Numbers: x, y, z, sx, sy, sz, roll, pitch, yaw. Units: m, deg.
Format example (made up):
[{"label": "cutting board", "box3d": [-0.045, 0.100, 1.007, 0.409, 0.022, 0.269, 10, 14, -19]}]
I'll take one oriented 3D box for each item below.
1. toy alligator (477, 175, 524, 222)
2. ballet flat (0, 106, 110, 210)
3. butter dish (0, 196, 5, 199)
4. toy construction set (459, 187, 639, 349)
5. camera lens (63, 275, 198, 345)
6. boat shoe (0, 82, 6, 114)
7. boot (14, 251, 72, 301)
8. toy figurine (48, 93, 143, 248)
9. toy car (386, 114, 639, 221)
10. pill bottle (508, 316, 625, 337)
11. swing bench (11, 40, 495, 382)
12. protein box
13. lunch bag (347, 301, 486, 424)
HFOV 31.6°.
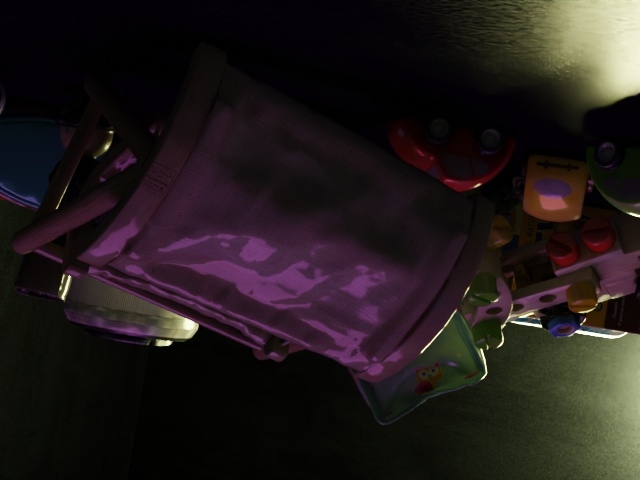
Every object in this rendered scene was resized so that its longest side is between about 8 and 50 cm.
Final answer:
[{"label": "toy alligator", "box3d": [0.186, -0.040, 1.192, 0.051, 0.056, 0.189, -28, 177, -26]}, {"label": "ballet flat", "box3d": [-0.222, -0.085, 1.241, 0.342, 0.116, 0.124, 6, -162, -21]}, {"label": "butter dish", "box3d": [-0.426, -0.073, 1.245, 0.160, 0.118, 0.160, 45, -179, -2]}, {"label": "toy construction set", "box3d": [0.238, 0.012, 1.070, 0.327, 0.151, 0.215, -5, 150, 30]}, {"label": "camera lens", "box3d": [-0.290, 0.026, 1.838, 0.219, 0.274, 0.219, 10, 178, 0]}, {"label": "boat shoe", "box3d": [-0.358, -0.133, 0.930, 0.183, 0.065, 0.083, 4, 175, -3]}, {"label": "boot", "box3d": [-0.331, -0.031, 1.401, 0.076, 0.209, 0.189, 11, 177, -27]}, {"label": "toy figurine", "box3d": [-0.143, -0.054, 1.084, 0.213, 0.148, 0.209, 7, -177, 9]}, {"label": "toy car", "box3d": [0.194, -0.047, 0.860, 0.239, 0.053, 0.225, 11, 177, -44]}, {"label": "pill bottle", "box3d": [0.328, 0.053, 1.639, 0.264, 0.146, 0.146, 10, 178, -15]}, {"label": "swing bench", "box3d": [-0.057, -0.009, 0.843, 0.253, 0.165, 0.254, 26, 171, -28]}, {"label": "protein box", "box3d": [0.281, 0.029, 1.344, 0.201, 0.136, 0.200, 9, 178, 5]}, {"label": "lunch bag", "box3d": [0.076, 0.051, 1.291, 0.160, 0.262, 0.223, -26, 177, 4]}]
